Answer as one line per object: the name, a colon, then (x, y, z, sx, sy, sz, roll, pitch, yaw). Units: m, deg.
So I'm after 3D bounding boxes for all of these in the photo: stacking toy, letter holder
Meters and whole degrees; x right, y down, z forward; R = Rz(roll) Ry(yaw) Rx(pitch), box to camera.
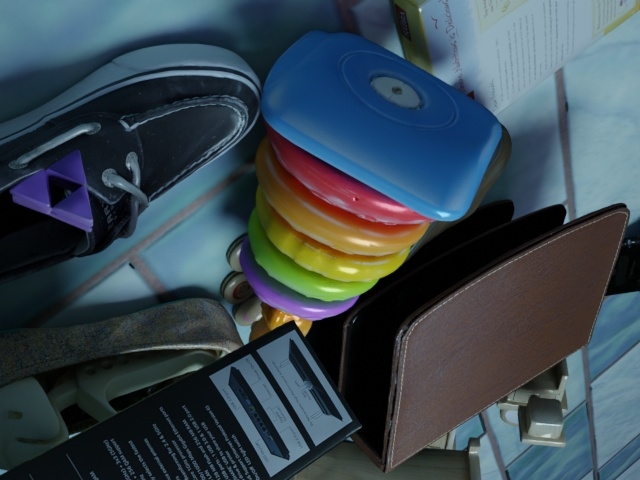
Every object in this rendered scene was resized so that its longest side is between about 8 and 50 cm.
stacking toy: (0.000, 0.000, 0.697, 0.301, 0.166, 0.175, -63, 175, 37)
letter holder: (0.140, 0.051, 0.873, 0.302, 0.152, 0.214, -24, 138, -29)

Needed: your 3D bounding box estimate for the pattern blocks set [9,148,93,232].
pattern blocks set: (-0.263, 0.009, 0.391, 0.325, 0.285, 0.026, -26, 171, -30)

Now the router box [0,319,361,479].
router box: (-0.151, 0.185, 0.543, 0.243, 0.081, 0.309, -25, 168, -41)

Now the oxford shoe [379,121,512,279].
oxford shoe: (0.084, -0.020, 0.778, 0.227, 0.082, 0.096, -39, 154, 22)

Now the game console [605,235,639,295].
game console: (0.440, 0.014, 1.241, 0.107, 0.071, 0.122, -9, 139, 4)

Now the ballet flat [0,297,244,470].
ballet flat: (-0.192, 0.119, 0.680, 0.316, 0.106, 0.107, -16, 136, -32)

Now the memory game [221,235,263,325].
memory game: (-0.012, 0.015, 0.822, 0.186, 0.012, 0.186, -25, 140, -23)

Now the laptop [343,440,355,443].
laptop: (0.020, 0.411, 1.132, 0.137, 0.264, 0.234, -18, 153, 29)

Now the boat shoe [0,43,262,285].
boat shoe: (-0.157, -0.037, 0.562, 0.301, 0.102, 0.108, -23, 139, -25)

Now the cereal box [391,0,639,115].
cereal box: (0.178, -0.209, 0.750, 0.240, 0.047, 0.173, -35, 143, -9)

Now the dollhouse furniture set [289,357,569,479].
dollhouse furniture set: (0.115, 0.285, 0.909, 0.304, 0.355, 0.173, 4, 133, 3)
